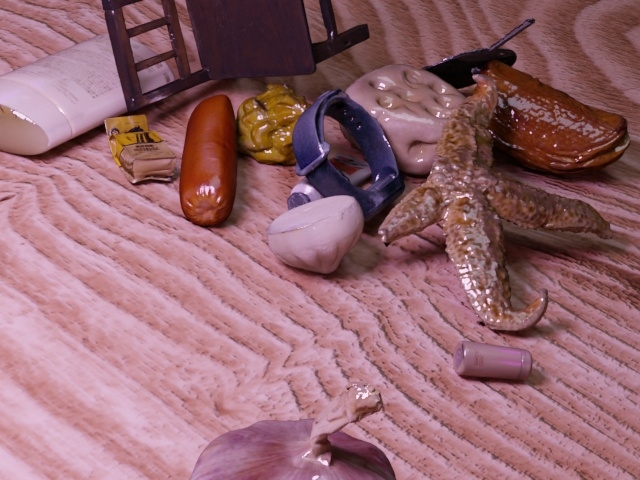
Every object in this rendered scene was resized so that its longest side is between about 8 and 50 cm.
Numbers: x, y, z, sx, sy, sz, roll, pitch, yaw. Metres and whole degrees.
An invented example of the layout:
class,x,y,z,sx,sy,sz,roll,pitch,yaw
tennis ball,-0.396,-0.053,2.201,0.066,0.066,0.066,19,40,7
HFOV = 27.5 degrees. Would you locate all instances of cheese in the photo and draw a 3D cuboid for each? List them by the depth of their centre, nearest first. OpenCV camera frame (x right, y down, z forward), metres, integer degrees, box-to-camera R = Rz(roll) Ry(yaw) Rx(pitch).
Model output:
class,x,y,z,sx,sy,sz,roll,pitch,yaw
cheese,0.145,-0.191,2.108,0.235,0.117,0.218,-5,38,-28

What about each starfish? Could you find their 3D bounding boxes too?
class,x,y,z,sx,sy,sz,roll,pitch,yaw
starfish,0.270,-0.059,1.906,0.324,0.082,0.432,34,44,7

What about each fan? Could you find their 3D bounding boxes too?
class,x,y,z,sx,sy,sz,roll,pitch,yaw
fan,0.233,-0.297,2.220,0.223,0.294,0.012,-14,80,-3

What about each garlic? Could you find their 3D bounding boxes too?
class,x,y,z,sx,sy,sz,roll,pitch,yaw
garlic,-0.006,0.239,1.292,0.245,0.253,0.245,17,28,-9

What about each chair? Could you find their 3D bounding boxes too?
class,x,y,z,sx,sy,sz,roll,pitch,yaw
chair,-0.121,-0.352,2.077,0.240,0.203,0.416,-4,18,26

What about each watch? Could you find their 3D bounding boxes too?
class,x,y,z,sx,sy,sz,roll,pitch,yaw
watch,0.037,-0.124,1.930,0.193,0.068,0.206,54,31,0

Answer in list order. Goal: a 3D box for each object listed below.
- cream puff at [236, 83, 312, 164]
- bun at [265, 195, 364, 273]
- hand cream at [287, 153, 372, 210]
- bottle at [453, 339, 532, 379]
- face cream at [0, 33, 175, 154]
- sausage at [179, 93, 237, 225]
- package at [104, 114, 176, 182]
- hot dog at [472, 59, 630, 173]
class,x,y,z,sx,sy,sz,roll,pitch,yaw
cream puff,-0.067,-0.189,2.037,0.146,0.116,0.146,9,36,-7
bun,0.000,0.000,1.797,0.138,0.094,0.138,-21,12,5
hand cream,0.017,-0.090,1.984,0.080,0.050,0.234,20,27,18
bottle,0.221,0.155,1.677,0.096,0.045,0.045,7,33,-10
face cream,-0.390,-0.225,2.008,0.173,0.081,0.348,27,35,19
sausage,-0.164,-0.126,1.931,0.083,0.089,0.300,2,34,-5
package,-0.270,-0.134,1.945,0.071,0.047,0.131,-11,38,-28
hot dog,0.378,-0.197,2.188,0.272,0.122,0.196,25,29,3
